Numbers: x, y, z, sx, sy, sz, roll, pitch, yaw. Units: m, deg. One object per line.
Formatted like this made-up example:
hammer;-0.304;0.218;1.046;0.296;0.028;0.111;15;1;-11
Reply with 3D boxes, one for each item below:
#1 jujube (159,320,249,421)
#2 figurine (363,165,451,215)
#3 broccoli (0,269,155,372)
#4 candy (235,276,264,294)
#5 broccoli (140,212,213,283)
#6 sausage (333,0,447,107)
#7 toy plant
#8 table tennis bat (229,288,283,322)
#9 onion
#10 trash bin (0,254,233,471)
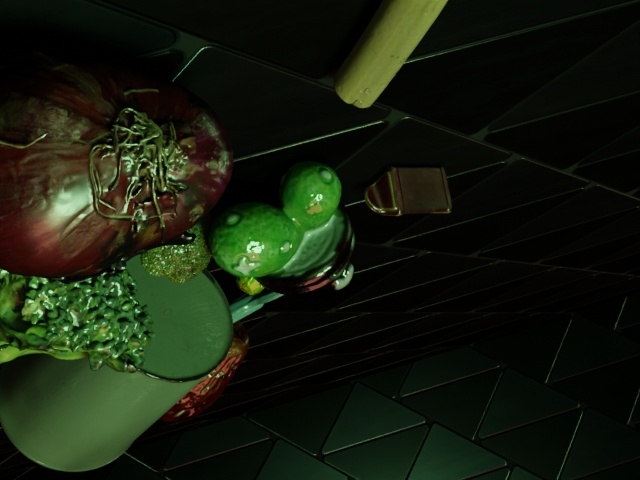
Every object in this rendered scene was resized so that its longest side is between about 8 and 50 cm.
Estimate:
jujube;-0.287;0.277;1.470;0.290;0.197;0.197;-41;152;14
figurine;0.134;-0.077;1.127;0.154;0.082;0.098;-4;174;-30
broccoli;-0.363;0.074;0.853;0.246;0.288;0.248;-23;-174;15
candy;-0.074;0.039;1.271;0.194;0.062;0.058;-31;159;4
broccoli;-0.213;-0.001;0.976;0.131;0.120;0.130;-46;135;-28
sausage;0.095;-0.250;0.688;0.066;0.065;0.301;-6;158;-27
toy plant;-0.048;-0.007;1.006;0.218;0.175;0.235;-44;144;-11
table tennis bat;-0.105;0.107;1.318;0.237;0.038;0.149;-27;-174;-18
onion;-0.221;-0.077;0.658;0.281;0.221;0.281;-12;-173;1
trash bin;-0.369;0.215;1.159;0.280;0.280;0.432;5;146;-44
